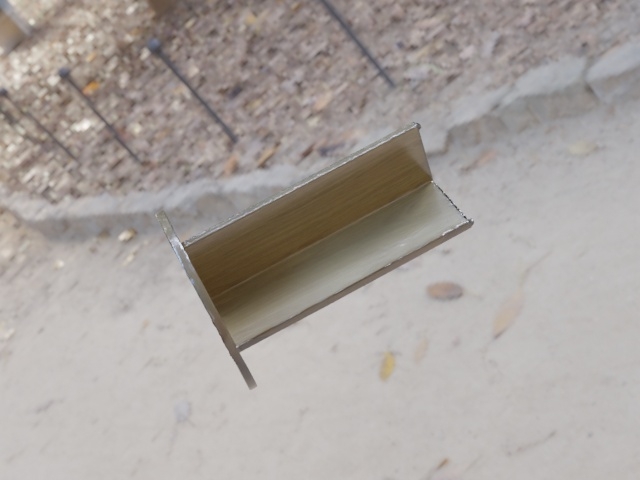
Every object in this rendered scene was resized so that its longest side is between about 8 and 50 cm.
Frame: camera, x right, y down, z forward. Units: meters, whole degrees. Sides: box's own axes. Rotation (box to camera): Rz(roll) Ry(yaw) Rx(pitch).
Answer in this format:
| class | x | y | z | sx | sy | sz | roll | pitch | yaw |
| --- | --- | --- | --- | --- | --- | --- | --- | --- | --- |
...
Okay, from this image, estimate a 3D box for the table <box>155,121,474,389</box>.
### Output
| class | x | y | z | sx | sy | sz | roll | pitch | yaw |
| --- | --- | --- | --- | --- | --- | --- | --- | --- | --- |
| table | 0.000 | 0.000 | 0.928 | 0.227 | 0.167 | 0.167 | -28 | 22 | -7 |
